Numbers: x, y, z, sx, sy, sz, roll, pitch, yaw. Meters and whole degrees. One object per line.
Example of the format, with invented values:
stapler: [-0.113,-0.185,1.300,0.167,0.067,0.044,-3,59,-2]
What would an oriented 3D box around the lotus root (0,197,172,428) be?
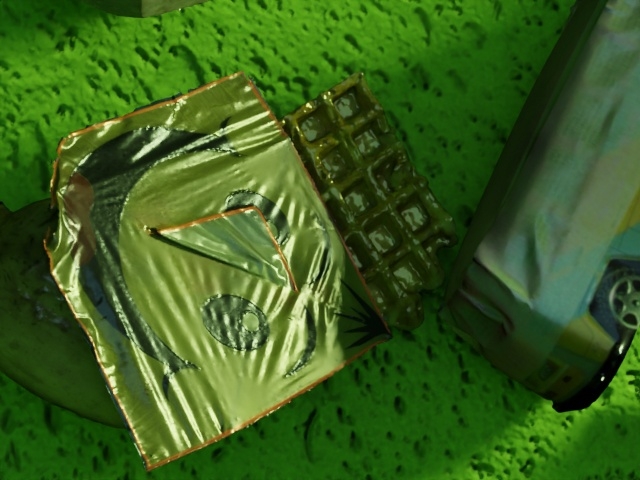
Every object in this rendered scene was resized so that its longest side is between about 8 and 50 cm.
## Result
lotus root: [-0.197,0.056,1.600,0.257,0.140,0.154,36,82,-4]

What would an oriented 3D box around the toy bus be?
toy bus: [0.237,-0.051,1.719,0.162,0.171,0.386,26,74,0]

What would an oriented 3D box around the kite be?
kite: [-0.077,0.023,1.601,0.327,0.013,0.377,23,58,-25]

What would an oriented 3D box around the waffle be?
waffle: [0.000,0.000,1.702,0.229,0.057,0.219,-33,86,-17]

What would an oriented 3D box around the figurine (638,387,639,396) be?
figurine: [0.412,0.149,1.735,0.235,0.127,0.155,-17,91,-11]

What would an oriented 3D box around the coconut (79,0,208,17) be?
coconut: [-0.158,-0.293,1.656,0.237,0.237,0.197,4,112,-12]
